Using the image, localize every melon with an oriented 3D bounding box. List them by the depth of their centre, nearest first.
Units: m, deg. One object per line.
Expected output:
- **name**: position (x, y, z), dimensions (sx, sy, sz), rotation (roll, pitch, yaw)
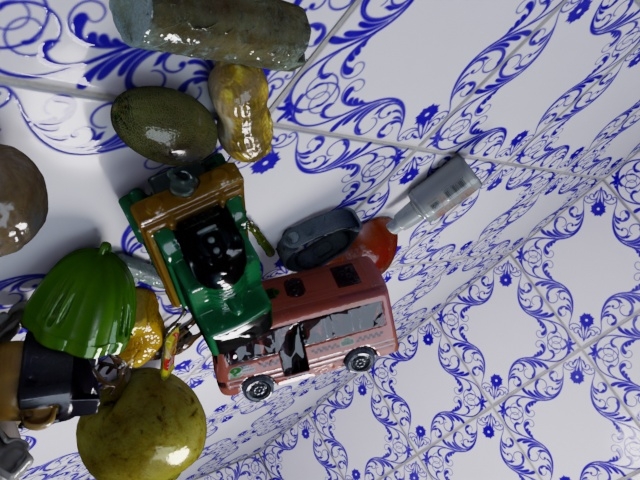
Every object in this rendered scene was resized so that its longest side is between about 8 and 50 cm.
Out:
- **melon**: position (-0.202, -0.150, 0.839), dimensions (0.099, 0.099, 0.162), rotation (-40, 156, 20)

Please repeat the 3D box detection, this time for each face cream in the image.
- **face cream**: position (0.272, -0.100, 1.591), dimensions (0.252, 0.101, 0.101), rotation (-38, 158, 16)

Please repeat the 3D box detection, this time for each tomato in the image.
- **tomato**: position (0.131, 0.036, 1.688), dimensions (0.228, 0.112, 0.199), rotation (-22, 155, -32)

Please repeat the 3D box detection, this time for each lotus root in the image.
- **lotus root**: position (-0.373, 0.076, 1.049), dimensions (0.186, 0.186, 0.186), rotation (-27, 158, -12)

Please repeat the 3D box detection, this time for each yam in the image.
- **yam**: position (-0.114, -0.253, 0.746), dimensions (0.259, 0.093, 0.093), rotation (-7, 148, -48)

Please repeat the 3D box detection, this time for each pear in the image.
- **pear**: position (-0.431, 0.473, 1.596), dimensions (0.304, 0.304, 0.304), rotation (-27, 158, -12)

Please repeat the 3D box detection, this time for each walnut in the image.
- **walnut**: position (-0.395, -0.048, 0.753), dimensions (0.140, 0.140, 0.162), rotation (-19, 146, -31)

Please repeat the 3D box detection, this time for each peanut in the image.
- **peanut**: position (-0.112, -0.181, 0.912), dimensions (0.087, 0.087, 0.206), rotation (-27, 156, -12)

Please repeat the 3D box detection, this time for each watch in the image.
- **watch**: position (0.000, 0.000, 1.488), dimensions (0.206, 0.068, 0.193), rotation (-29, 160, -2)

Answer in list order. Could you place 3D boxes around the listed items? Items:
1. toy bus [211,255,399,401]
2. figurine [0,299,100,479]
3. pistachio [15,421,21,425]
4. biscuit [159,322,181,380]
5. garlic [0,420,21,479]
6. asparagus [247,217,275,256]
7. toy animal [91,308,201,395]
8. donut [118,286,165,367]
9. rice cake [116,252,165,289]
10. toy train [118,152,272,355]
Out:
- **toy bus**: position (-0.049, 0.195, 1.481), dimensions (0.427, 0.203, 0.233), rotation (-14, 119, -7)
- **figurine**: position (-0.490, 0.223, 1.002), dimensions (0.308, 0.308, 0.143), rotation (-20, 166, -27)
- **pistachio**: position (-0.614, 0.317, 1.292), dimensions (0.185, 0.108, 0.126), rotation (-30, 137, 16)
- **biscuit**: position (-0.336, 0.249, 1.418), dimensions (0.048, 0.026, 0.292), rotation (-60, 179, -32)
- **garlic**: position (-0.644, 0.357, 1.077), dimensions (0.231, 0.340, 0.246), rotation (-24, 131, -42)
- **asparagus**: position (-0.133, -0.010, 1.341), dimensions (0.024, 0.025, 0.248), rotation (-18, 160, 4)
- **toy animal**: position (-0.384, 0.262, 1.510), dimensions (0.260, 0.087, 0.243), rotation (-42, 155, 16)
- **donut**: position (-0.392, 0.168, 1.295), dimensions (0.152, 0.101, 0.259), rotation (-40, 154, 4)
- **rice cake**: position (-0.331, 0.062, 1.215), dimensions (0.033, 0.033, 0.207), rotation (-24, 161, 8)
- **toy train**: position (-0.184, 0.033, 1.050), dimensions (0.178, 0.249, 0.429), rotation (-26, 158, -15)
